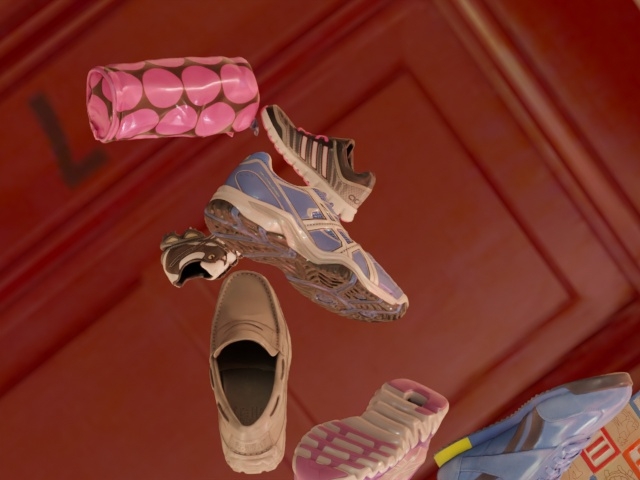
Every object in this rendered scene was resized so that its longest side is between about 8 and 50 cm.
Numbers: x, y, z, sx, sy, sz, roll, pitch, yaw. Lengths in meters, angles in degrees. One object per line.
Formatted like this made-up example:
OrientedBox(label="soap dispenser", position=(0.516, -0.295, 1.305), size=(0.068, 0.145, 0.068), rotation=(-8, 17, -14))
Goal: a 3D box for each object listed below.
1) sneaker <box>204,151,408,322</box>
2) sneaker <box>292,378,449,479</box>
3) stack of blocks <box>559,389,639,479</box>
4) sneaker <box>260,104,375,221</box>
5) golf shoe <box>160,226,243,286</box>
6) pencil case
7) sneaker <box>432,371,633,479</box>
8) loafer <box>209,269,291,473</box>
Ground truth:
OrientedBox(label="sneaker", position=(0.000, 0.000, 1.533), size=(0.080, 0.211, 0.081), rotation=(-23, -144, 54))
OrientedBox(label="sneaker", position=(0.054, 0.239, 1.862), size=(0.095, 0.104, 0.236), rotation=(26, -150, 27))
OrientedBox(label="stack of blocks", position=(0.425, 0.234, 1.925), size=(0.297, 0.171, 0.087), rotation=(-45, 152, 23))
OrientedBox(label="sneaker", position=(0.001, -0.104, 2.013), size=(0.075, 0.170, 0.063), rotation=(-42, 168, 4))
OrientedBox(label="golf shoe", position=(-0.140, 0.017, 2.556), size=(0.198, 0.077, 0.094), rotation=(-19, -131, 8))
OrientedBox(label="pencil case", position=(-0.172, -0.157, 1.969), size=(0.209, 0.095, 0.098), rotation=(-5, 139, -36))
OrientedBox(label="sneaker", position=(0.175, 0.170, 1.353), size=(0.069, 0.082, 0.209), rotation=(3, 150, -42))
OrientedBox(label="loafer", position=(-0.091, 0.154, 2.257), size=(0.112, 0.111, 0.319), rotation=(-7, -133, -2))
